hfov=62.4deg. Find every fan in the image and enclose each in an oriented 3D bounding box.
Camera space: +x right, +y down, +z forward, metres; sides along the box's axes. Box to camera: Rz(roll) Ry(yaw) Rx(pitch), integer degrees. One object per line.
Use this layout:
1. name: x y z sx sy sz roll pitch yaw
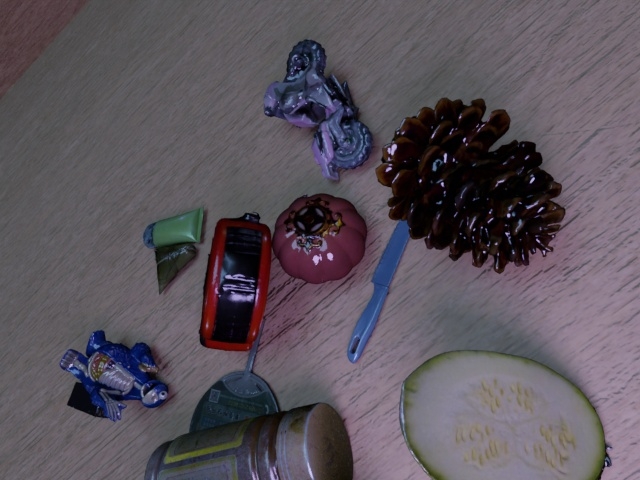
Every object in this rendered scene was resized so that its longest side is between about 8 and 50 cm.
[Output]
1. fan: -0.176 0.323 1.031 0.223 0.012 0.294 -28 55 21

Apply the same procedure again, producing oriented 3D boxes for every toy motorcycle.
1. toy motorcycle: -0.017 -0.268 1.134 0.188 0.143 0.327 -36 67 26

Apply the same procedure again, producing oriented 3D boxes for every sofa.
1. sofa: -0.534 0.371 1.231 0.118 0.039 0.060 3 71 34

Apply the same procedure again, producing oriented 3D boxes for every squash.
1. squash: 0.232 0.229 0.641 0.189 0.260 0.189 -17 57 28

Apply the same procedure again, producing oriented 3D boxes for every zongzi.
1. zongzi: -0.340 0.067 1.244 0.104 0.052 0.113 -9 76 24

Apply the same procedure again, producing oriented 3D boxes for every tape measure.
1. tape measure: -0.162 0.071 0.997 0.114 0.260 0.253 7 62 -11

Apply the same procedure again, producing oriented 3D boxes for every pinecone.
1. pinecone: 0.235 -0.078 0.804 0.246 0.246 0.292 -47 53 6

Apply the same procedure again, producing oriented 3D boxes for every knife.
1. knife: 0.112 0.072 0.956 0.044 0.019 0.313 15 75 40

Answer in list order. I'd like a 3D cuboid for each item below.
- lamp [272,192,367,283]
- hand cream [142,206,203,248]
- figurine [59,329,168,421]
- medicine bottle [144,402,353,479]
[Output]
1. lamp: 0.000 0.000 0.994 0.182 0.140 0.182 -7 59 12
2. hand cream: -0.361 -0.023 1.301 0.175 0.046 0.095 -11 62 23
3. figurine: -0.436 0.300 1.158 0.262 0.120 0.164 29 48 32
4. medicine bottle: -0.122 0.374 0.869 0.322 0.151 0.151 -20 58 22
